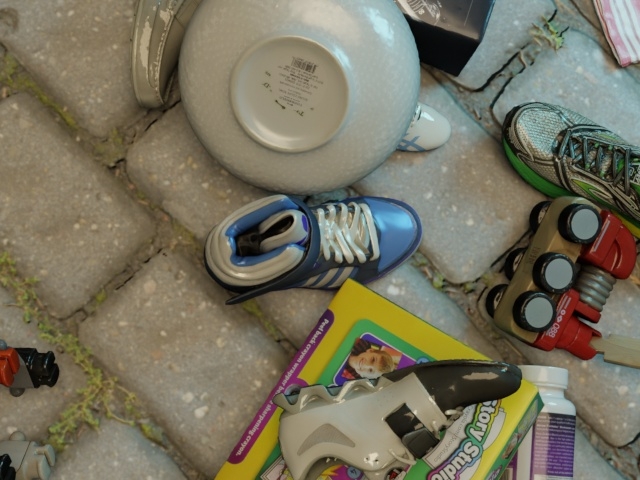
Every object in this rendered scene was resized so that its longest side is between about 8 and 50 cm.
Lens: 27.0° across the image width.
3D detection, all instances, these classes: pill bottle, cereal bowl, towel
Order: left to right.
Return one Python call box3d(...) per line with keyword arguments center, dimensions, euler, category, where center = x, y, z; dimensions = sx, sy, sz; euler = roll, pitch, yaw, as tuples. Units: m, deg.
box3d(center=(-0.035, -0.213, 1.806), dimensions=(0.338, 0.141, 0.339), euler=(2, 110, 6), category="cereal bowl")
box3d(center=(0.304, 0.276, 1.874), dimensions=(0.108, 0.108, 0.194), euler=(6, 81, -4), category="pill bottle")
box3d(center=(0.521, -0.359, 2.036), dimensions=(0.197, 0.029, 0.144), euler=(-19, 84, -8), category="towel")

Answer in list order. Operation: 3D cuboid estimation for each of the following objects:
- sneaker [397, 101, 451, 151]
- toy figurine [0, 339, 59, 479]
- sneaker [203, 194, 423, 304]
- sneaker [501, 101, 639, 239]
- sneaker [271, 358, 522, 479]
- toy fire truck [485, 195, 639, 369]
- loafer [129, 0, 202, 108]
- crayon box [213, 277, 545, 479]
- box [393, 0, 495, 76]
box3d(center=(0.091, -0.196, 1.931), dimensions=(0.237, 0.086, 0.085), euler=(24, 73, -18), category="sneaker")
box3d(center=(-0.452, 0.234, 1.769), dimensions=(0.148, 0.209, 0.213), euler=(0, 87, 11), category="toy figurine")
box3d(center=(0.000, 0.000, 1.828), dimensions=(0.322, 0.236, 0.130), euler=(-11, 82, -6), category="sneaker")
box3d(center=(0.424, -0.109, 1.928), dimensions=(0.343, 0.146, 0.134), euler=(26, 80, 0), category="sneaker")
box3d(center=(0.106, 0.241, 1.700), dimensions=(0.330, 0.122, 0.146), euler=(-15, 67, 17), category="sneaker")
box3d(center=(0.401, 0.081, 1.910), dimensions=(0.246, 0.158, 0.217), euler=(30, 84, -19), category="toy fire truck")
box3d(center=(-0.203, -0.343, 1.930), dimensions=(0.111, 0.112, 0.320), euler=(9, 80, 5), category="loafer")
box3d(center=(0.076, 0.284, 1.809), dimensions=(0.313, 0.106, 0.363), euler=(30, 80, 20), category="crayon box")
box3d(center=(0.124, -0.465, 1.944), dimensions=(0.312, 0.179, 0.343), euler=(19, 80, -3), category="box")
